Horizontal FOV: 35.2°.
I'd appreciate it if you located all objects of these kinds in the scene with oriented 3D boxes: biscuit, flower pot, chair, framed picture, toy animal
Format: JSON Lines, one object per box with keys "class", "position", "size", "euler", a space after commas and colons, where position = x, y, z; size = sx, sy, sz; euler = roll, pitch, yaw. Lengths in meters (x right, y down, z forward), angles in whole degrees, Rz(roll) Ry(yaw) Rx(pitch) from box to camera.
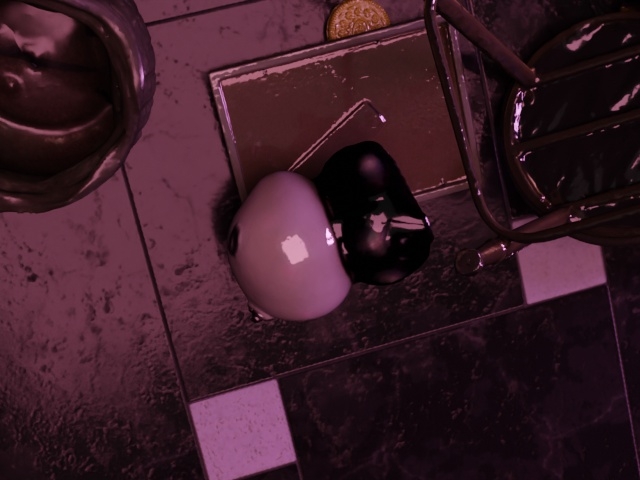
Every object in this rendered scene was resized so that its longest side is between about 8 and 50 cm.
{"class": "biscuit", "position": [0.048, -0.266, 1.279], "size": [0.084, 0.023, 0.084], "euler": [-2, 100, -11]}
{"class": "flower pot", "position": [-0.325, -0.192, 1.099], "size": [0.302, 0.213, 0.302], "euler": [-3, 114, -7]}
{"class": "chair", "position": [0.318, -0.167, 1.107], "size": [0.365, 0.410, 0.362], "euler": [-18, 78, 18]}
{"class": "framed picture", "position": [0.039, -0.140, 1.288], "size": [0.324, 0.020, 0.240], "euler": [-17, 110, -7]}
{"class": "toy animal", "position": [0.001, -0.004, 1.223], "size": [0.235, 0.165, 0.187], "euler": [-23, 115, -3]}

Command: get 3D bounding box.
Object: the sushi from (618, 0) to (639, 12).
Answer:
{"class": "sushi", "position": [0.486, -0.362, 1.292], "size": [0.167, 0.179, 0.296], "euler": [-41, 108, -19]}
